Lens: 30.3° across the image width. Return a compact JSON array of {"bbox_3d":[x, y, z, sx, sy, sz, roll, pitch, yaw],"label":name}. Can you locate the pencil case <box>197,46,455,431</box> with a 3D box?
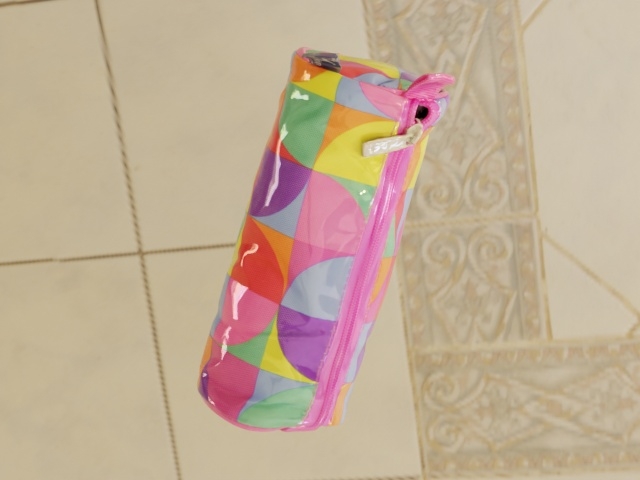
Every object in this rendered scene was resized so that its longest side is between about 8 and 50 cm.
[{"bbox_3d":[0.000,0.000,0.702,0.104,0.104,0.236,19,106,6],"label":"pencil case"}]
